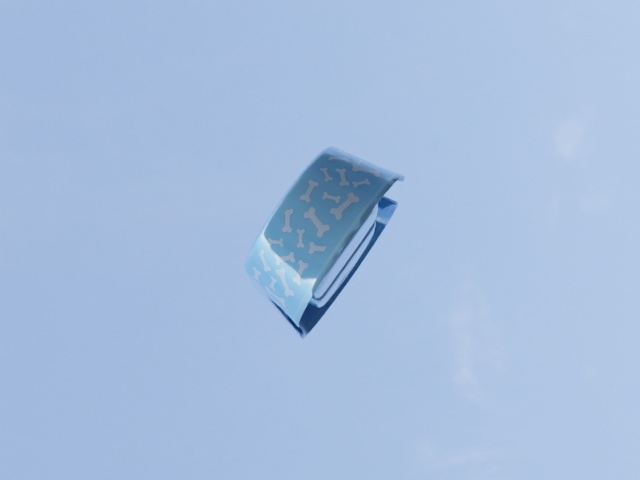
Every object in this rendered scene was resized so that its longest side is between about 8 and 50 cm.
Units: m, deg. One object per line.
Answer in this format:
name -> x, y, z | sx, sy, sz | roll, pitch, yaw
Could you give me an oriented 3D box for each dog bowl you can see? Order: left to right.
dog bowl -> 0.000, 0.000, 1.292 | 0.074, 0.297, 0.166 | 35, -96, 5
